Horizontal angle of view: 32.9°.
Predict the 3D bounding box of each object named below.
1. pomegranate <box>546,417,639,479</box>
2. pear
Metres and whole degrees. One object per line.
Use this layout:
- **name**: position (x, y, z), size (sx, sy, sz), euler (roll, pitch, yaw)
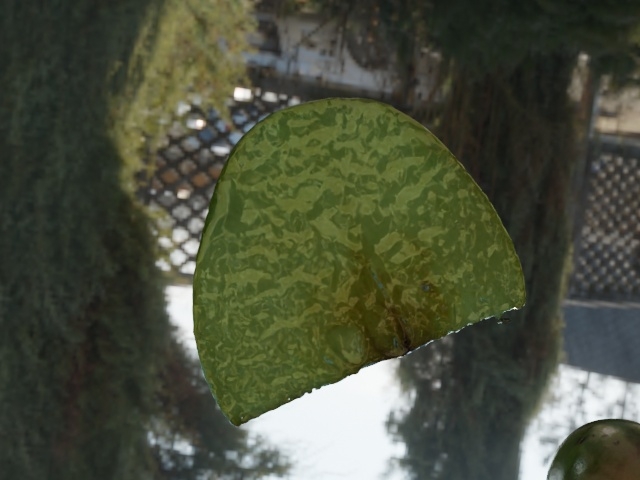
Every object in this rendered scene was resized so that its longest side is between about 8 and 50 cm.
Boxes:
- **pomegranate**: position (0.340, 0.322, 1.271), size (0.182, 0.224, 0.181), euler (26, 172, 4)
- **pear**: position (0.002, -0.002, 0.950), size (0.288, 0.239, 0.139), euler (-21, -170, -13)
